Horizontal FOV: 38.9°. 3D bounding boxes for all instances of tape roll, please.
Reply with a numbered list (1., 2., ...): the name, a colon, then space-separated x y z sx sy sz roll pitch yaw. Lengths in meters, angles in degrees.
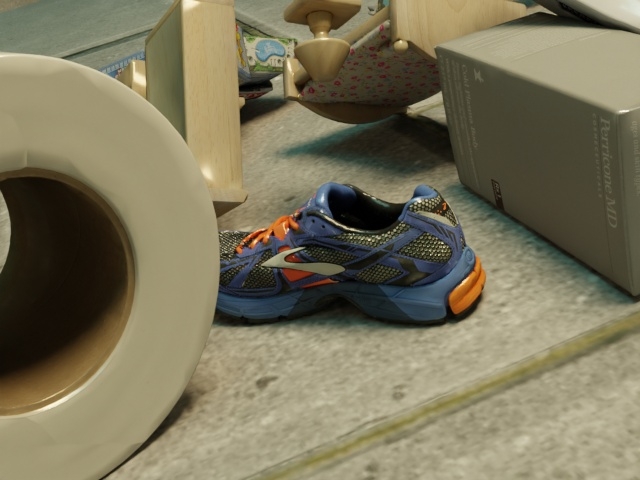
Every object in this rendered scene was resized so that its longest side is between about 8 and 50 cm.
1. tape roll: -0.203 0.013 0.521 0.246 0.246 0.169 -32 31 -31

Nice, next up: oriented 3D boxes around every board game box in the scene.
1. board game box: -0.121 -0.185 0.999 0.194 0.060 0.194 -9 -4 -43

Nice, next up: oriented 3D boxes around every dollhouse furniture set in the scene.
1. dollhouse furniture set: 0.021 -0.095 0.838 0.356 0.173 0.303 2 -11 -28

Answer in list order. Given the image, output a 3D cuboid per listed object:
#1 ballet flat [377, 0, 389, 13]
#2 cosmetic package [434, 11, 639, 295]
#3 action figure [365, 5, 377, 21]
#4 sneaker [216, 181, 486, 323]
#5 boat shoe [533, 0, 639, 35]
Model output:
1. ballet flat: 0.117 -0.313 1.083 0.057 0.049 0.173 20 61 20
2. cosmetic package: 0.180 -0.073 0.622 0.107 0.127 0.238 -19 24 -9
3. action figure: 0.175 -0.311 1.142 0.285 0.099 0.185 -38 38 -13
4. sneaker: 0.000 0.000 0.616 0.221 0.087 0.083 -3 28 24
5. boat shoe: 0.236 -0.178 0.641 0.258 0.084 0.095 38 7 18
